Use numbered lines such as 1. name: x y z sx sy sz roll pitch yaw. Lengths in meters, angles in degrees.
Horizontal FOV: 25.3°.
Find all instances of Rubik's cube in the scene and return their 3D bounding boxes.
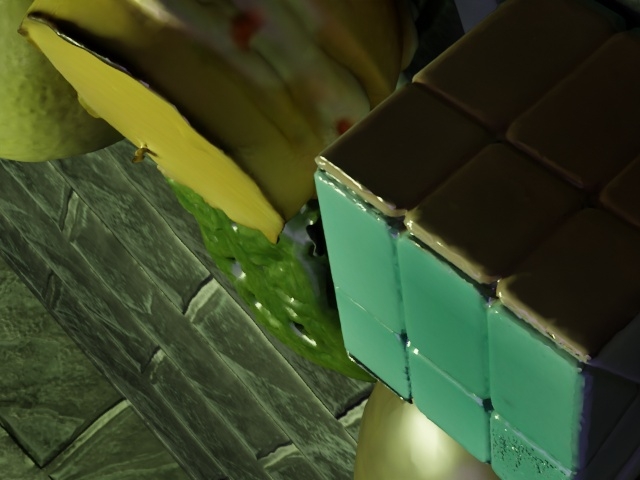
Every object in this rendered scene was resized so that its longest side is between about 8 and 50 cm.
1. Rubik's cube: 0.157 0.009 0.927 0.224 0.221 0.231 37 156 29

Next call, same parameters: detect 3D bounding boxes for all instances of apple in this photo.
1. apple: -0.219 -0.232 1.255 0.258 0.233 0.295 110 141 -65

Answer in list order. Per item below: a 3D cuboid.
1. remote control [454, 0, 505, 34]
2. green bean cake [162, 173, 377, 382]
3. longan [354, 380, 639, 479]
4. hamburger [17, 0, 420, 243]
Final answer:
1. remote control: 0.090 -0.205 0.975 0.050 0.027 0.184 25 149 49
2. green bean cake: 0.000 0.000 1.325 0.247 0.156 0.250 24 147 52
3. longan: 0.162 0.191 1.167 0.288 0.288 0.350 39 151 27
4. hamburger: -0.059 -0.161 1.059 0.276 0.237 0.276 35 169 8
